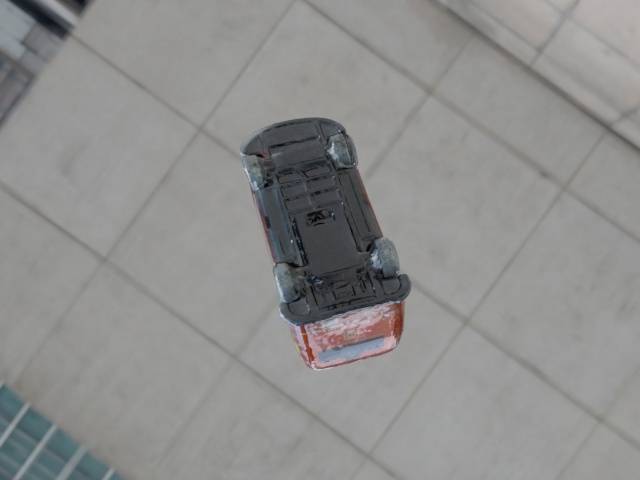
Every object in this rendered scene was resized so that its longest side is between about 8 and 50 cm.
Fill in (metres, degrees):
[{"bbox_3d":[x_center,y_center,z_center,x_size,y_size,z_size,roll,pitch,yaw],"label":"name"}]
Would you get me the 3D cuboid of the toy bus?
[{"bbox_3d":[0.000,0.000,0.786,0.077,0.079,0.174,81,173,-45],"label":"toy bus"}]
